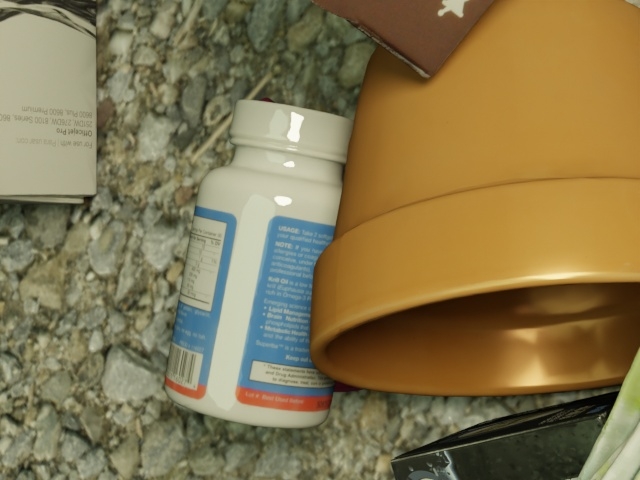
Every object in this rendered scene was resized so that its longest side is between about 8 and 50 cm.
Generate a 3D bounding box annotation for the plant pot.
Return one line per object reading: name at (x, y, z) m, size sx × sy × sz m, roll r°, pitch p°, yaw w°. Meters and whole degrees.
plant pot at (0.133, -0.027, 0.767) m, size 0.291 × 0.291 × 0.203 m, roll -13°, pitch 69°, yaw 29°

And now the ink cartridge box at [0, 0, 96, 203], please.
ink cartridge box at (-0.362, -0.229, 1.091) m, size 0.286 × 0.166 × 0.394 m, roll 1°, pitch 92°, yaw 30°

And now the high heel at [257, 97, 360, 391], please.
high heel at (0.000, 0.000, 0.958) m, size 0.117 × 0.082 × 0.244 m, roll -5°, pitch 75°, yaw 2°

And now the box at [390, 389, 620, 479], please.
box at (0.157, 0.154, 0.798) m, size 0.147 × 0.180 × 0.077 m, roll -19°, pitch 82°, yaw 29°

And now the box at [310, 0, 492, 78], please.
box at (-0.019, -0.272, 0.772) m, size 0.143 × 0.191 × 0.381 m, roll -50°, pitch 33°, yaw 16°

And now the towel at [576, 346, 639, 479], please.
towel at (0.322, 0.117, 0.629) m, size 0.320 × 0.375 × 0.090 m, roll -66°, pitch 20°, yaw 13°

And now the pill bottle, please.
pill bottle at (-0.035, 0.015, 0.861) m, size 0.124 × 0.124 × 0.221 m, roll 12°, pitch 92°, yaw 29°
